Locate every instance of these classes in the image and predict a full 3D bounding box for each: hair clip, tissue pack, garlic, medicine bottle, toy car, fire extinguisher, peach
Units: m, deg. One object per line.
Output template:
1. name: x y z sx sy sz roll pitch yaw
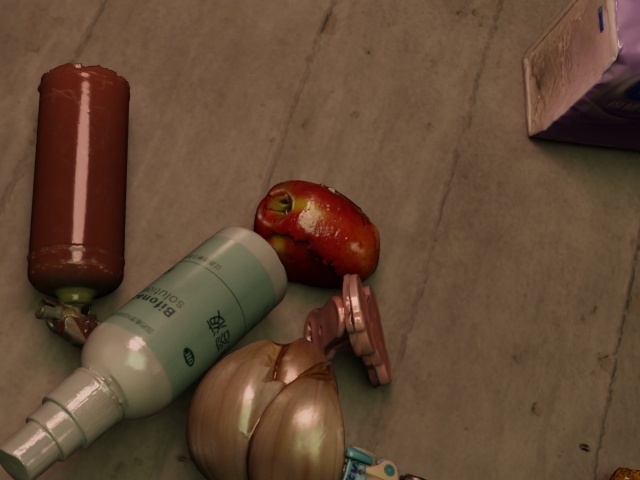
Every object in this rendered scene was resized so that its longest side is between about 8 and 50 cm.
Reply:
1. hair clip: 0.048 0.097 1.046 0.102 0.138 0.123 -2 64 -20
2. tissue pack: 0.473 -0.218 1.209 0.338 0.242 0.160 6 72 -12
3. garlic: -0.062 0.193 0.945 0.160 0.214 0.191 2 81 -4
4. medicine bottle: -0.179 0.117 0.947 0.110 0.110 0.352 45 51 4
5. toy car: 0.070 0.300 0.998 0.161 0.098 0.126 22 69 -4
6. fire extinguisher: -0.253 -0.022 1.036 0.147 0.106 0.337 12 67 -37
7. peach: -0.003 0.006 1.089 0.172 0.127 0.092 39 55 -26

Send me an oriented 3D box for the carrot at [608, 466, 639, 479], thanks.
1. carrot: 0.337 0.378 1.060 0.068 0.069 0.229 22 68 -6
